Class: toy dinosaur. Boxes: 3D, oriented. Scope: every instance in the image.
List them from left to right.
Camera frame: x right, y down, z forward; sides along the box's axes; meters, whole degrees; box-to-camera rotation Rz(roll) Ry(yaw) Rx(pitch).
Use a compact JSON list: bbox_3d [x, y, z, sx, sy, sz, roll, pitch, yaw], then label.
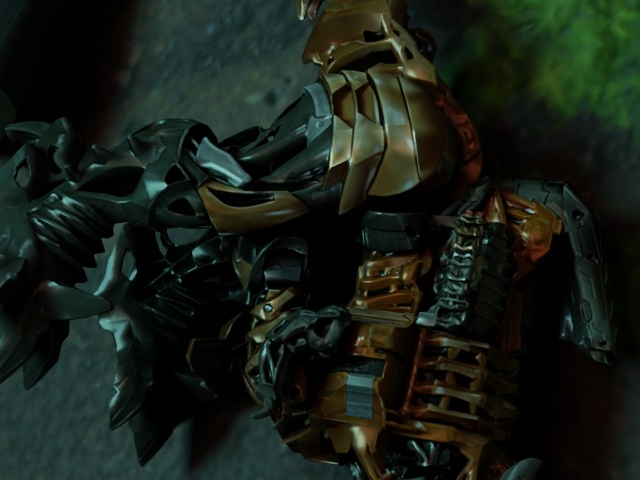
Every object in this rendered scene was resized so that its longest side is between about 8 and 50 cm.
[{"bbox_3d":[0.000,0.000,0.739,0.218,0.164,0.322,-16,44,16],"label":"toy dinosaur"}]

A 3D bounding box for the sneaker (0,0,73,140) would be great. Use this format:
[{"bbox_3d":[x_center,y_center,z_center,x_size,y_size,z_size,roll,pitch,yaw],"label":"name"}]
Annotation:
[{"bbox_3d":[-0.195,-0.111,0.956,0.222,0.083,0.118,9,59,46],"label":"sneaker"}]
